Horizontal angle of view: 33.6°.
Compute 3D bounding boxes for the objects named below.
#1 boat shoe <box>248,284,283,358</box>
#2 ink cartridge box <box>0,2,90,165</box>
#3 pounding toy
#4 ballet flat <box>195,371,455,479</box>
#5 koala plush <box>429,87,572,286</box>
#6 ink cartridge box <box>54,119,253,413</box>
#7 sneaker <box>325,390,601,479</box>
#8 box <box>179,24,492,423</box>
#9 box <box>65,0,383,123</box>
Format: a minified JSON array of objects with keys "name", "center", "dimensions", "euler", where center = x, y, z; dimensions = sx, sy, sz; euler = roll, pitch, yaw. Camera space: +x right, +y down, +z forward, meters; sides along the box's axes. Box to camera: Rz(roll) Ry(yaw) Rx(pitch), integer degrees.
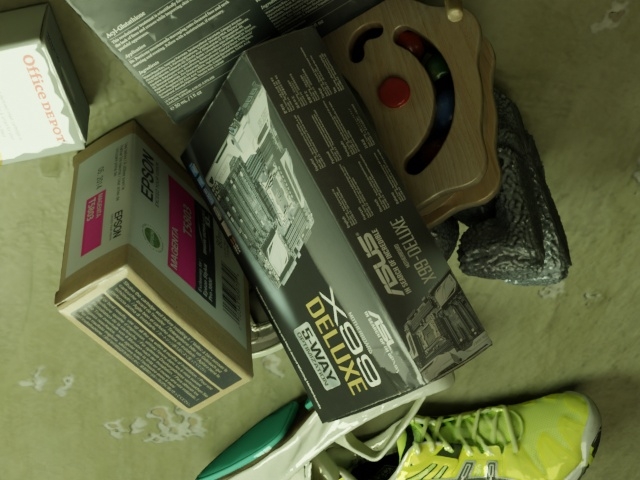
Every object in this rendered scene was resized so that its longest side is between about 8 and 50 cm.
[{"name":"boat shoe","center":[-0.107,0.094,1.220],"dimensions":[0.228,0.081,0.068],"euler":[-21,133,15]},{"name":"ink cartridge box","center":[-0.321,-0.138,1.003],"dimensions":[0.175,0.072,0.127],"euler":[-11,130,3]},{"name":"pounding toy","center":[0.069,-0.150,0.943],"dimensions":[0.154,0.269,0.155],"euler":[-6,168,20]},{"name":"ballet flat","center":[0.006,0.243,1.314],"dimensions":[0.139,0.139,0.400],"euler":[34,117,-30]},{"name":"koala plush","center":[0.115,-0.031,1.085],"dimensions":[0.221,0.203,0.196],"euler":[-17,169,22]},{"name":"ink cartridge box","center":[-0.159,0.023,1.054],"dimensions":[0.088,0.234,0.193],"euler":[-29,128,17]},{"name":"sneaker","center":[0.178,0.288,1.380],"dimensions":[0.385,0.145,0.147],"euler":[-25,129,13]},{"name":"box","center":[0.000,0.000,0.950],"dimensions":[0.077,0.307,0.242],"euler":[-26,174,-25]},{"name":"box","center":[-0.076,-0.249,0.918],"dimensions":[0.261,0.103,0.184],"euler":[-27,130,17]}]
